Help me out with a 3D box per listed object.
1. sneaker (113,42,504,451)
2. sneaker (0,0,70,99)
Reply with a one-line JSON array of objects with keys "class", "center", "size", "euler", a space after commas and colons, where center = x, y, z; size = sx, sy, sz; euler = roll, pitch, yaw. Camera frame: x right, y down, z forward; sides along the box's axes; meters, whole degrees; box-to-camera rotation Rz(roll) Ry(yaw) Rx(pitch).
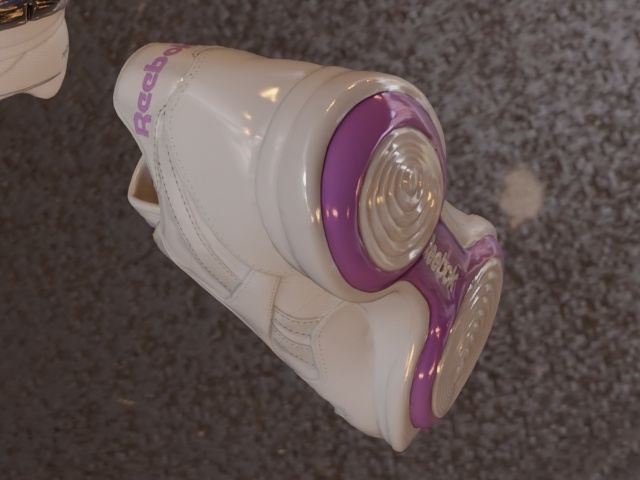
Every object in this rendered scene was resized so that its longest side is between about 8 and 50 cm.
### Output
[{"class": "sneaker", "center": [0.000, 0.000, 0.690], "size": [0.114, 0.152, 0.305], "euler": [-60, 153, -20]}, {"class": "sneaker", "center": [-0.325, -0.122, 1.070], "size": [0.297, 0.129, 0.111], "euler": [-11, 53, -7]}]
